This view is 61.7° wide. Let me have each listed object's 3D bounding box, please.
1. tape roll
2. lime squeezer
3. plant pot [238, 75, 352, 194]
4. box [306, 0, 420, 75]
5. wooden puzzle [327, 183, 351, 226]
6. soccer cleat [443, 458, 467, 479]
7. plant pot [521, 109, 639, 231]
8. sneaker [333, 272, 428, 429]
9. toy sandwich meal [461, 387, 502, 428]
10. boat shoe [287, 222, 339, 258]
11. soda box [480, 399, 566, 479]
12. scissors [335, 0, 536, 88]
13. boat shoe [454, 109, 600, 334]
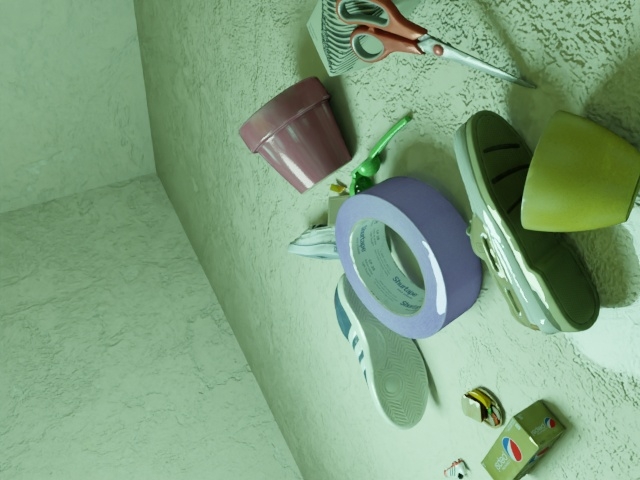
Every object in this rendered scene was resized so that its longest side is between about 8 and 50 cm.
[{"bbox_3d":[0.145,0.031,0.941,0.274,0.090,0.275,40,145,36],"label":"tape roll"},{"bbox_3d":[0.100,-0.111,1.016,0.110,0.058,0.311,50,149,40],"label":"lime squeezer"},{"bbox_3d":[-0.037,-0.203,1.100,0.180,0.201,0.201,55,158,-5],"label":"plant pot"},{"bbox_3d":[0.076,-0.372,0.808,0.113,0.094,0.275,66,157,7],"label":"box"},{"bbox_3d":[0.044,-0.067,1.186,0.078,0.014,0.117,8,91,46],"label":"wooden puzzle"},{"bbox_3d":[0.284,0.490,1.128,0.036,0.029,0.083,60,151,33],"label":"soccer cleat"},{"bbox_3d":[0.287,-0.064,0.574,0.095,0.134,0.134,20,130,31],"label":"plant pot"},{"bbox_3d":[0.124,0.232,1.172,0.148,0.131,0.351,132,121,-72],"label":"sneaker"},{"bbox_3d":[0.289,0.303,0.962,0.085,0.029,0.086,47,148,42],"label":"toy sandwich meal"},{"bbox_3d":[0.000,0.000,1.309,0.258,0.095,0.084,0,77,59],"label":"boat shoe"},{"bbox_3d":[0.324,0.337,0.871,0.058,0.061,0.181,51,151,36],"label":"soda box"},{"bbox_3d":[0.141,-0.266,0.705,0.297,0.021,0.109,26,150,35],"label":"scissors"},{"bbox_3d":[0.243,-0.016,0.702,0.103,0.113,0.303,-30,82,61],"label":"boat shoe"}]
